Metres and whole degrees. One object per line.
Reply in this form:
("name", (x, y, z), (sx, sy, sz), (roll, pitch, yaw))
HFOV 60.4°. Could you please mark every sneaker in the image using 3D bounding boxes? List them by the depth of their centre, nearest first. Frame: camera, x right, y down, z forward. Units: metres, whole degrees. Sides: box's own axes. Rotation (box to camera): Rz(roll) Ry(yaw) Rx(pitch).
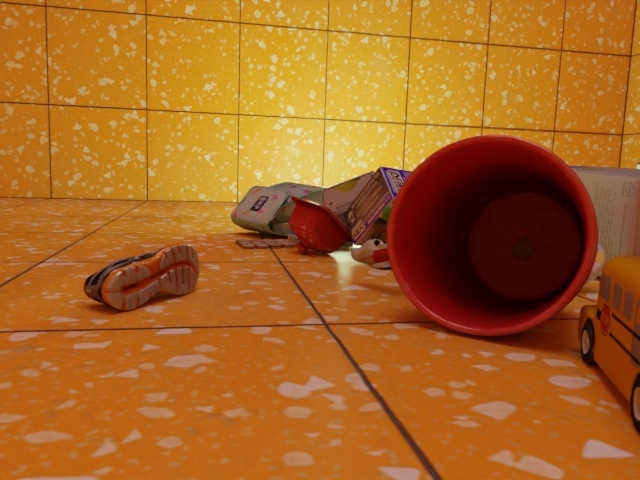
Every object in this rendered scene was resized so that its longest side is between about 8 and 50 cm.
("sneaker", (-0.274, 0.052, 0.871), (0.083, 0.084, 0.215), (0, 7, 28))
("sneaker", (0.119, 0.024, 1.259), (0.054, 0.061, 0.152), (-4, 8, -26))

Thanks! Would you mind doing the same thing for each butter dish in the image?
("butter dish", (-0.017, -0.020, 1.382), (0.160, 0.118, 0.160), (21, -19, 49))

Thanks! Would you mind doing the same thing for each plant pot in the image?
("plant pot", (0.274, 0.002, 0.817), (0.275, 0.274, 0.243), (7, -1, 34))

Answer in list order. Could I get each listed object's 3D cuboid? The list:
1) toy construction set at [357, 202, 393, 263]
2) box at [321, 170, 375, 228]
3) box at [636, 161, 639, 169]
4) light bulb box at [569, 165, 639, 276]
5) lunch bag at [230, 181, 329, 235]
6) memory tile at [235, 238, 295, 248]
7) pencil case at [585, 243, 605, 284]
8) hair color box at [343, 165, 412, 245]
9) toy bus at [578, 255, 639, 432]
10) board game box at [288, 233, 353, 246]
("toy construction set", (0.199, -0.009, 1.104), (0.309, 0.257, 0.237), (-13, -3, -34))
("box", (0.152, -0.089, 1.538), (0.169, 0.087, 0.290), (-19, -22, 31))
("box", (1.088, -0.108, 1.711), (0.165, 0.270, 0.143), (2, 8, -6))
("light bulb box", (0.738, -0.045, 1.253), (0.358, 0.225, 0.361), (1, 11, -9))
("lunch bag", (-0.126, -0.093, 1.734), (0.262, 0.160, 0.223), (-18, 22, -37))
("memory tile", (-0.150, 0.008, 1.490), (0.148, 0.012, 0.113), (-1, 8, -21))
("pencil case", (0.416, -0.030, 1.027), (0.273, 0.113, 0.124), (43, 4, -21))
("hair color box", (0.250, -0.069, 1.373), (0.339, 0.110, 0.185), (5, -39, -29))
("toy bus", (0.335, 0.094, 0.510), (0.108, 0.130, 0.333), (4, 8, 12))
("board game box", (0.000, 0.000, 1.535), (0.154, 0.026, 0.103), (-2, 8, -27))
